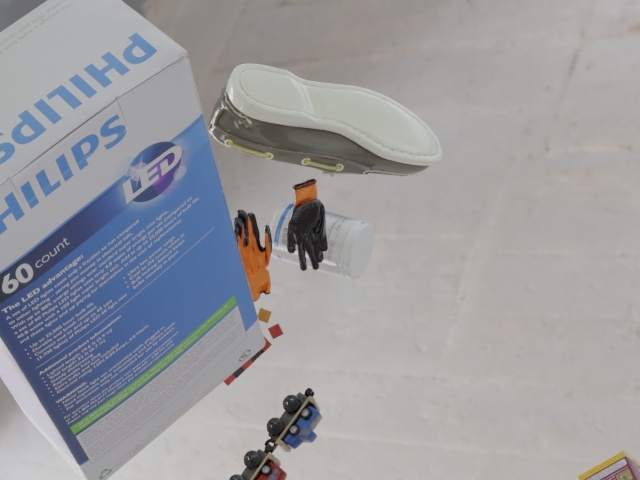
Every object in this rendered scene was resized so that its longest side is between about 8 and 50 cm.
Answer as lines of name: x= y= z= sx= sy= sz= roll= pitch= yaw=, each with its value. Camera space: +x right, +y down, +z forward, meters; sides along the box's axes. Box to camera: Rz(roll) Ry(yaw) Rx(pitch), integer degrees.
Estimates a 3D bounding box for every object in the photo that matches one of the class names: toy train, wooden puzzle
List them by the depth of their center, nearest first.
toy train: x=-0.046 y=0.184 z=0.991 sx=0.036 sy=0.027 sz=0.158 roll=29 pitch=75 yaw=24
wooden puzzle: x=-0.073 y=0.082 z=1.027 sx=0.083 sy=0.049 sz=0.006 roll=-44 pitch=-3 yaw=8

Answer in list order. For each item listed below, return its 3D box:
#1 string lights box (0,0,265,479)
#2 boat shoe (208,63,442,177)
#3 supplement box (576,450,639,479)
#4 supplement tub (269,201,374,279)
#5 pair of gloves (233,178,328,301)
string lights box: x=-0.115 y=0.010 z=0.645 sx=0.133 sy=0.259 sz=0.077 roll=-39 pitch=61 yaw=-19
boat shoe: x=0.009 y=-0.133 z=1.579 sx=0.091 sy=0.305 sz=0.109 roll=-52 pitch=37 yaw=38
supplement box: x=0.282 y=0.247 z=1.185 sx=0.055 sy=0.043 sz=0.083 roll=-34 pitch=48 yaw=19
supplement tub: x=0.000 y=0.000 z=1.468 sx=0.107 sy=0.071 sz=0.071 roll=16 pitch=67 yaw=21
pair of gloves: x=-0.030 y=-0.001 z=0.933 sx=0.083 sy=0.074 sz=0.010 roll=-27 pitch=35 yaw=-27
